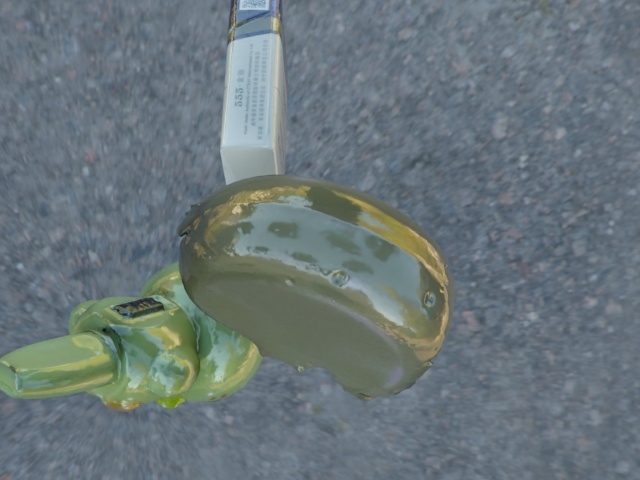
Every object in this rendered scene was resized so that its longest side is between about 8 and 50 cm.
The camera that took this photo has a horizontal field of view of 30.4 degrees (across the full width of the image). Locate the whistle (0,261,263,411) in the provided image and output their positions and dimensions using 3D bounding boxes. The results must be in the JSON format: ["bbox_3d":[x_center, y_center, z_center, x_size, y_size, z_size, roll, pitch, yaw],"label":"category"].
[{"bbox_3d":[-0.156,0.105,1.041,0.294,0.141,0.141,-26,88,-43],"label":"whistle"}]

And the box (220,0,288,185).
[{"bbox_3d":[-0.080,-0.170,1.482,0.071,0.168,0.259,-2,57,1],"label":"box"}]

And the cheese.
[{"bbox_3d":[-0.006,0.026,0.848,0.202,0.175,0.091,27,56,-7],"label":"cheese"}]
